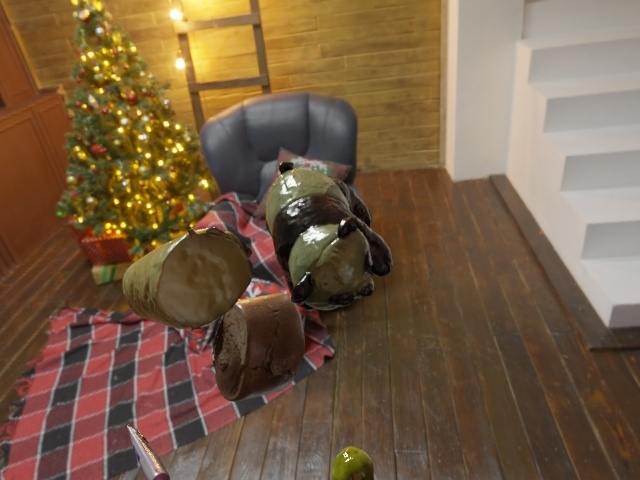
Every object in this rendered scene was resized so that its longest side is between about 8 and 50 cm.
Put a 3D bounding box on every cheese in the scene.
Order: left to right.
[{"bbox_3d":[-0.160,0.042,0.548,0.123,0.094,0.167,-48,21,-25],"label":"cheese"}]

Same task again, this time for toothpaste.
[{"bbox_3d":[-0.263,0.333,0.716,0.028,0.045,0.170,-39,28,-24],"label":"toothpaste"}]

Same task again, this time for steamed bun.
[{"bbox_3d":[-0.161,0.315,1.340,0.251,0.301,0.199,3,15,-32],"label":"steamed bun"}]

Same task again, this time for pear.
[{"bbox_3d":[0.072,0.480,0.969,0.092,0.092,0.097,-34,77,-36],"label":"pear"}]

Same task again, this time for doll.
[{"bbox_3d":[-0.002,0.000,0.610,0.143,0.135,0.234,-32,43,10],"label":"doll"}]
